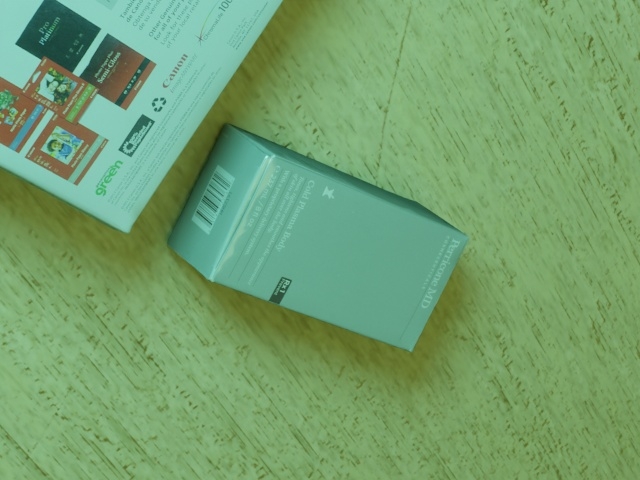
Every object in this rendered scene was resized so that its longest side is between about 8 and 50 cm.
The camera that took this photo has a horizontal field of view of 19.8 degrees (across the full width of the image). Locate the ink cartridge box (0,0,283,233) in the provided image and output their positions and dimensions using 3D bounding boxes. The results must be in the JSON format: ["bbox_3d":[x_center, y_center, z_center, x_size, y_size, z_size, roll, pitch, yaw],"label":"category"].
[{"bbox_3d":[-0.181,-0.204,1.377,0.272,0.130,0.309,31,95,-44],"label":"ink cartridge box"}]

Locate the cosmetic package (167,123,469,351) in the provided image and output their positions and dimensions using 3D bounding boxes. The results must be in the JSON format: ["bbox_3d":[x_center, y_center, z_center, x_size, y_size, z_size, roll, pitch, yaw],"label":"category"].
[{"bbox_3d":[0.000,0.000,1.620,0.238,0.107,0.127,20,99,-33],"label":"cosmetic package"}]
